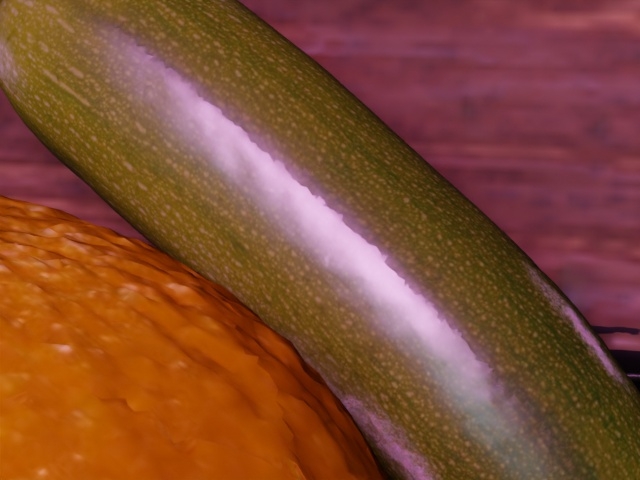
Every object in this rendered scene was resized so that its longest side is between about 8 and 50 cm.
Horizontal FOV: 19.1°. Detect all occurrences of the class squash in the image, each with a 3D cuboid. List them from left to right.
[{"bbox_3d":[0.000,0.000,0.485,0.258,0.069,0.069,43,105,12],"label":"squash"}]

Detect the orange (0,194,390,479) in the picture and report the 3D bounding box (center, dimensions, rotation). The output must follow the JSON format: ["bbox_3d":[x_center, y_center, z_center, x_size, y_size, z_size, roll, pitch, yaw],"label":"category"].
[{"bbox_3d":[-0.103,0.123,0.424,0.274,0.274,0.274,1,93,19],"label":"orange"}]
